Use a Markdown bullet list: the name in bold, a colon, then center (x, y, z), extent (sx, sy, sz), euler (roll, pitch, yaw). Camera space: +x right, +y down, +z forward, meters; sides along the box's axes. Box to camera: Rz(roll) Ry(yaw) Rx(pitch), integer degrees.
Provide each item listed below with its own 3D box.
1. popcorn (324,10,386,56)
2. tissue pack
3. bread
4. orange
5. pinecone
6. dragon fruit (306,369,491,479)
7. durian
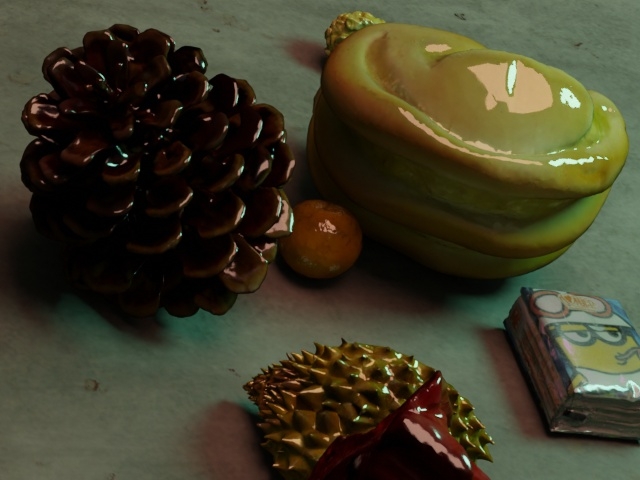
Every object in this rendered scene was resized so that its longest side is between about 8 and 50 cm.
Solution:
- **popcorn**: center (0.043, -0.217, 2.220), extent (0.082, 0.083, 0.057), euler (48, -8, -23)
- **tissue pack**: center (0.254, 0.116, 1.900), extent (0.115, 0.065, 0.155), euler (9, 37, -24)
- **bread**: center (0.136, -0.080, 1.930), extent (0.315, 0.211, 0.270), euler (16, -8, -6)
- **orange**: center (0.000, 0.000, 1.892), extent (0.083, 0.070, 0.083), euler (13, 20, -5)
- **pinecone**: center (-0.147, -0.074, 1.713), extent (0.246, 0.292, 0.246), euler (-6, 61, 10)
- **dragon fruit**: center (0.088, 0.240, 1.398), extent (0.286, 0.329, 0.228), euler (26, 27, 3)
- **durian**: center (0.041, 0.159, 1.672), extent (0.182, 0.165, 0.132), euler (55, -1, -6)
